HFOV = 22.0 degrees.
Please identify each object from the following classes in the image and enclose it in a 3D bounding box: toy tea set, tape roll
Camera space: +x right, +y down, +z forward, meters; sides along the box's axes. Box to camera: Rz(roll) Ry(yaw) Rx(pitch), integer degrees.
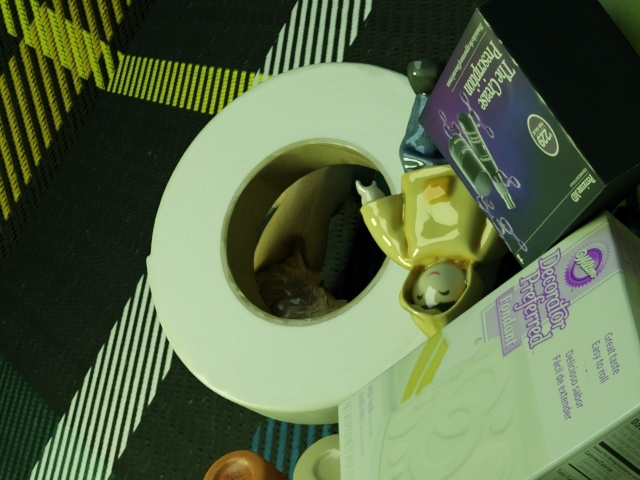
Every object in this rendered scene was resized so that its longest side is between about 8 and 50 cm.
[{"bbox_3d":[-0.044,0.349,1.608,0.200,0.124,0.336,-1,51,29],"label":"toy tea set"},{"bbox_3d":[0.000,0.000,1.739,0.392,0.072,0.392,-8,69,23],"label":"tape roll"}]

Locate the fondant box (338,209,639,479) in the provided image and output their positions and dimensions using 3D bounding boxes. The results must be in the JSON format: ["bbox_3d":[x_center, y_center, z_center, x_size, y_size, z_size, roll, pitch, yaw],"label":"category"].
[{"bbox_3d":[0.163,0.159,1.410,0.330,0.096,0.238,-38,30,25],"label":"fondant box"}]

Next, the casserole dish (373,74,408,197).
[{"bbox_3d":[0.090,-0.103,1.903,0.114,0.037,0.188,-70,-6,-47],"label":"casserole dish"}]

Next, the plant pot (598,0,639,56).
[{"bbox_3d":[0.342,-0.258,1.431,0.254,0.276,0.276,-66,21,15],"label":"plant pot"}]

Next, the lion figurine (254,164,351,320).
[{"bbox_3d":[-0.029,0.007,1.939,0.240,0.142,0.392,129,151,-56],"label":"lion figurine"}]

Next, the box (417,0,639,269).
[{"bbox_3d":[0.196,-0.102,1.438,0.103,0.184,0.261,-35,-10,-15],"label":"box"}]

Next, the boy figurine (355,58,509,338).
[{"bbox_3d":[0.116,-0.033,1.601,0.177,0.092,0.285,1,70,18],"label":"boy figurine"}]
